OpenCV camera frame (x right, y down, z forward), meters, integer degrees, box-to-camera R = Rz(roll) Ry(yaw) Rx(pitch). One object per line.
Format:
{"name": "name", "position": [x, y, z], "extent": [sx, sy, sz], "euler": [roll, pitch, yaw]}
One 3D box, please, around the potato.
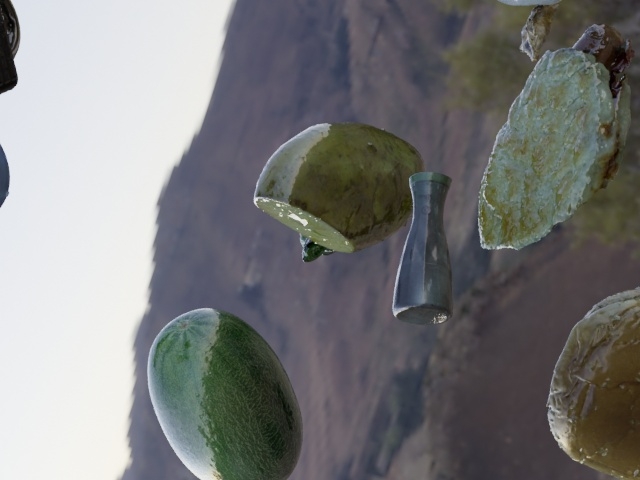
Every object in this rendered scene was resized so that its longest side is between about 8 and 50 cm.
{"name": "potato", "position": [0.023, -0.070, 1.962], "extent": [0.298, 0.141, 0.176], "euler": [-3, -85, -45]}

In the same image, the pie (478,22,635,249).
{"name": "pie", "position": [0.276, -0.108, 1.783], "extent": [0.274, 0.105, 0.257], "euler": [-47, 27, 50]}

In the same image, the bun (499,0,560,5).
{"name": "bun", "position": [0.240, -0.335, 1.675], "extent": [0.083, 0.141, 0.141], "euler": [-48, -21, -63]}

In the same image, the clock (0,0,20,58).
{"name": "clock", "position": [-0.450, -0.261, 1.639], "extent": [0.243, 0.146, 0.199], "euler": [53, -143, -36]}

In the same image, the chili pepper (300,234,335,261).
{"name": "chili pepper", "position": [0.006, -0.002, 2.129], "extent": [0.182, 0.073, 0.050], "euler": [-51, -57, -88]}

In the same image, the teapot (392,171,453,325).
{"name": "teapot", "position": [0.075, 0.003, 1.050], "extent": [0.043, 0.043, 0.111], "euler": [109, 166, -67]}

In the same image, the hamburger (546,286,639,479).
{"name": "hamburger", "position": [0.431, 0.195, 2.117], "extent": [0.132, 0.211, 0.309], "euler": [-120, 46, -70]}

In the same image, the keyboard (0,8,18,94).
{"name": "keyboard", "position": [-0.389, -0.134, 1.299], "extent": [0.381, 0.041, 0.103], "euler": [-35, -61, -53]}

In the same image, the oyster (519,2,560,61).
{"name": "oyster", "position": [0.341, -0.350, 2.284], "extent": [0.146, 0.045, 0.122], "euler": [-50, -23, -67]}

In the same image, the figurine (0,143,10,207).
{"name": "figurine", "position": [-0.630, -0.011, 2.099], "extent": [0.388, 0.276, 0.248], "euler": [-27, 21, 40]}

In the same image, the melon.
{"name": "melon", "position": [-0.120, 0.224, 1.954], "extent": [0.182, 0.182, 0.288], "euler": [-73, -39, -67]}
